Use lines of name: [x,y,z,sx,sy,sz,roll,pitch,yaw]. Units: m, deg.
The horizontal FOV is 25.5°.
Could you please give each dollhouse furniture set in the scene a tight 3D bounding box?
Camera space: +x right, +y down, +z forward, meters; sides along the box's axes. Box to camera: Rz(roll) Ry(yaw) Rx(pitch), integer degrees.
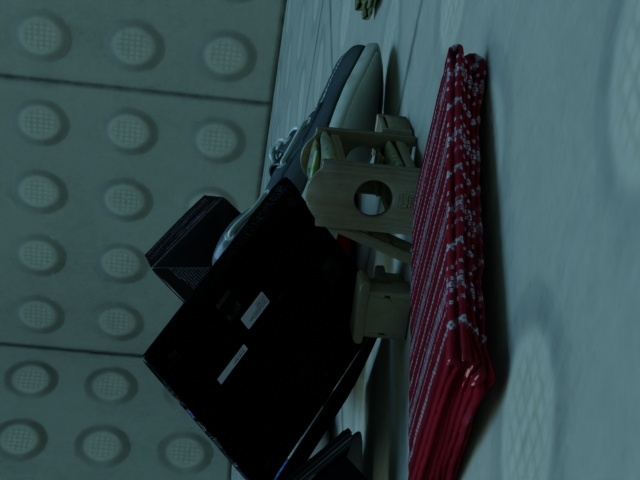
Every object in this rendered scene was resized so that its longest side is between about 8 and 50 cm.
dollhouse furniture set: [0.027,-0.017,1.270,0.182,0.101,0.161,-100,16,-70]

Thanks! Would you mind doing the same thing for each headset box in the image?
headset box: [-0.082,0.060,1.579,0.110,0.218,0.293,-45,7,-5]

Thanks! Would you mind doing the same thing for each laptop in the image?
laptop: [-0.054,0.123,1.286,0.137,0.264,0.234,-13,33,46]

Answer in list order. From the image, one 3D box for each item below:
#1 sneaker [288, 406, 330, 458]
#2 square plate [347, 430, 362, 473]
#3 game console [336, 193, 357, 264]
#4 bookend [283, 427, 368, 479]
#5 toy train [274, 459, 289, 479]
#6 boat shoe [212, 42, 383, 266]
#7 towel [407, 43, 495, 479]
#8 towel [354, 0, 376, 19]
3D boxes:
sneaker: [-0.040,0.172,1.756,0.292,0.108,0.169,-136,48,-85]
square plate: [-0.026,0.404,1.422,0.347,0.049,0.344,123,151,-59]
game console: [0.000,0.000,1.652,0.085,0.124,0.144,-34,44,46]
bookend: [0.014,0.270,1.172,0.157,0.156,0.072,46,154,17]
toy train: [-0.053,0.352,1.896,0.184,0.080,0.105,-89,16,-57]
boat shoe: [-0.016,-0.081,1.425,0.116,0.099,0.319,72,-147,-52]
towel: [0.087,0.028,0.981,0.199,0.031,0.274,99,176,-53]
towel: [0.060,-0.341,1.646,0.110,0.027,0.148,119,155,-79]
